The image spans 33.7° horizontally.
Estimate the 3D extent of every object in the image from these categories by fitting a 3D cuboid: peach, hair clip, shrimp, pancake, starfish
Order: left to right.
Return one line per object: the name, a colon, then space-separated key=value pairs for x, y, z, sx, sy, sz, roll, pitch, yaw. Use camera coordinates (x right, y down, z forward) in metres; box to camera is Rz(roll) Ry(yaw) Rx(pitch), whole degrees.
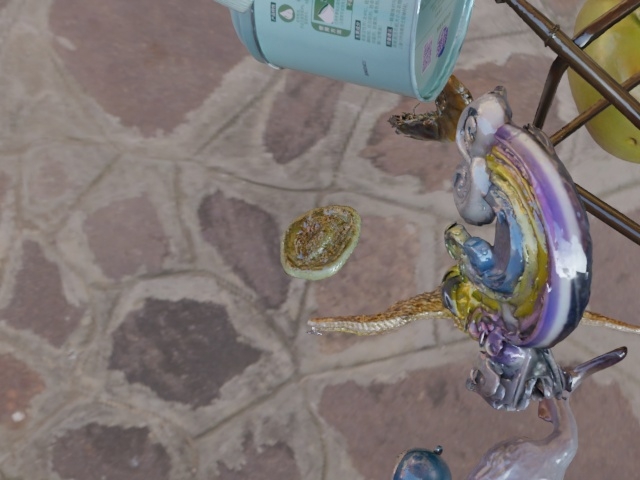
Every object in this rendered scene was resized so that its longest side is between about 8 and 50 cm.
pancake: x=0.000 y=0.001 z=1.197 sx=0.108 sy=0.017 sz=0.108 roll=-17 pitch=47 yaw=19
shrimp: x=0.170 y=-0.229 z=1.723 sx=0.217 sy=0.051 sz=0.150 roll=1 pitch=119 yaw=55
starfish: x=0.252 y=0.140 z=1.617 sx=0.383 sy=0.398 sz=0.132 roll=19 pitch=101 yaw=45
hair clip: x=0.108 y=0.009 z=0.570 sx=0.116 sy=0.049 sz=0.172 roll=30 pitch=127 yaw=55
peach: x=0.560 y=-0.273 z=1.741 sx=0.281 sy=0.315 sz=0.314 roll=-18 pitch=71 yaw=19

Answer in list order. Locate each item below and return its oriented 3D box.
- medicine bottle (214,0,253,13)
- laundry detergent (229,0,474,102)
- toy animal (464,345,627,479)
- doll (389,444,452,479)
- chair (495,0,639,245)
medicine bottle: x=-0.194 y=-0.368 z=1.090 sx=0.318 sy=0.158 sz=0.158 roll=22 pitch=103 yaw=-14
laundry detergent: x=0.039 y=-0.364 z=1.477 sx=0.305 sy=0.287 sz=0.287 roll=16 pitch=100 yaw=19
toy animal: x=0.239 y=0.271 z=1.214 sx=0.195 sy=0.324 sz=0.090 roll=-8 pitch=137 yaw=39
doll: x=0.124 y=0.344 z=1.435 sx=0.085 sy=0.114 sz=0.152 roll=25 pitch=76 yaw=36
chair: x=0.453 y=-0.162 z=1.269 sx=0.362 sy=0.365 sz=0.410 roll=-35 pitch=72 yaw=-10
